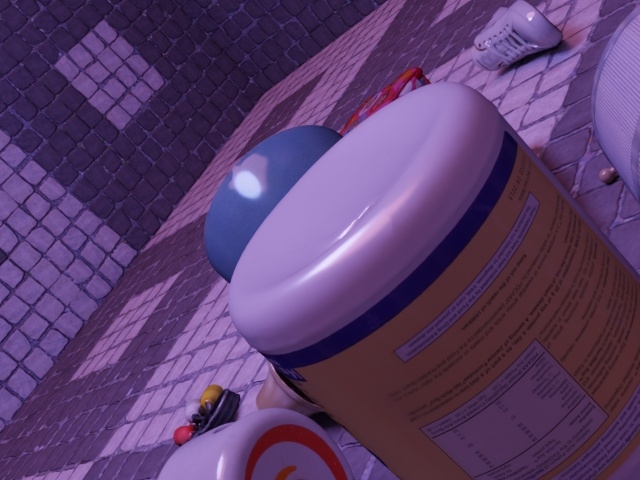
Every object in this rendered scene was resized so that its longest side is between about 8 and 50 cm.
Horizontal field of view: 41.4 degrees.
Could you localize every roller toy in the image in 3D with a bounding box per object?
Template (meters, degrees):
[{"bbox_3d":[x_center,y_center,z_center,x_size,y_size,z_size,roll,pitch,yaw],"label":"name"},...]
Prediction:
[{"bbox_3d":[-0.058,0.273,0.842,0.146,0.191,0.209,-31,22,37],"label":"roller toy"}]

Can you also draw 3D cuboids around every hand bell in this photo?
[{"bbox_3d":[-0.081,0.257,1.137,0.242,0.126,0.126,-53,14,22],"label":"hand bell"}]

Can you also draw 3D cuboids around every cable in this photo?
[{"bbox_3d":[-0.180,0.268,1.234,0.139,0.072,0.287,-54,-2,-15],"label":"cable"}]

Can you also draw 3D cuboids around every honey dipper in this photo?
[{"bbox_3d":[0.389,-0.117,0.973,0.160,0.030,0.030,-40,18,26],"label":"honey dipper"}]

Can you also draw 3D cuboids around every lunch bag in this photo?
[{"bbox_3d":[0.102,-0.188,1.665,0.258,0.120,0.293,-29,22,53],"label":"lunch bag"}]

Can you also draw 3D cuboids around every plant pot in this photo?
[{"bbox_3d":[0.000,0.000,1.269,0.290,0.290,0.195,-46,53,-3],"label":"plant pot"}]

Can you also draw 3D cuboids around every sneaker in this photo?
[{"bbox_3d":[0.341,-0.349,1.509,0.123,0.106,0.290,-50,7,8],"label":"sneaker"}]

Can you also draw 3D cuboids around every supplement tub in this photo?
[{"bbox_3d":[0.122,0.075,0.640,0.241,0.331,0.241,-40,17,15],"label":"supplement tub"}]

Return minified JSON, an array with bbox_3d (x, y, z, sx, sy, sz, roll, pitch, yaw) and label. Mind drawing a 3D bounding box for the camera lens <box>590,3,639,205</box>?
[{"bbox_3d":[0.350,-0.090,0.674,0.219,0.219,0.274,-39,18,20],"label":"camera lens"}]
